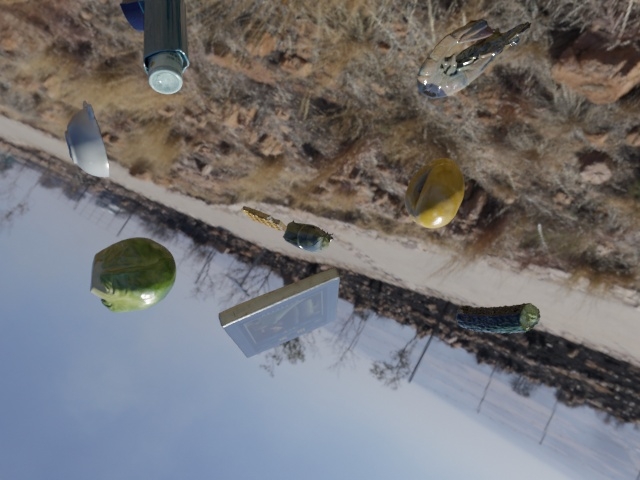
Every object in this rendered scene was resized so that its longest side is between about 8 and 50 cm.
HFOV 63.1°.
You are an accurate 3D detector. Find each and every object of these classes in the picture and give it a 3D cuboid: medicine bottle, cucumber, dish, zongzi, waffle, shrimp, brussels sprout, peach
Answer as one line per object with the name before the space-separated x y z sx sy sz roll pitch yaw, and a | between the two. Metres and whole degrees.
medicine bottle | -0.323 -0.400 1.030 0.079 0.124 0.258 66 -170 -62
cucumber | 0.343 0.154 1.030 0.058 0.058 0.187 34 160 -16
dish | -0.683 -0.279 1.500 0.228 0.086 0.236 36 136 51
zongzi | 0.000 0.000 1.052 0.109 0.055 0.119 18 175 -42
waffle | -0.172 -0.065 1.596 0.135 0.021 0.092 20 166 23
shrimp | 0.311 -0.407 1.110 0.145 0.254 0.059 26 -142 -41
brussels sprout | -0.345 0.055 0.964 0.155 0.155 0.117 31 133 6
peach | 0.276 -0.114 1.254 0.103 0.179 0.179 23 174 -17

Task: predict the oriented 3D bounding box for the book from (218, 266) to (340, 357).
book | -0.059 0.131 0.886 0.269 0.190 0.025 90 157 -67

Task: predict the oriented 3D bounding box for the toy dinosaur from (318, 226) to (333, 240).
toy dinosaur | -0.021 -0.019 1.640 0.154 0.049 0.055 17 153 -37
